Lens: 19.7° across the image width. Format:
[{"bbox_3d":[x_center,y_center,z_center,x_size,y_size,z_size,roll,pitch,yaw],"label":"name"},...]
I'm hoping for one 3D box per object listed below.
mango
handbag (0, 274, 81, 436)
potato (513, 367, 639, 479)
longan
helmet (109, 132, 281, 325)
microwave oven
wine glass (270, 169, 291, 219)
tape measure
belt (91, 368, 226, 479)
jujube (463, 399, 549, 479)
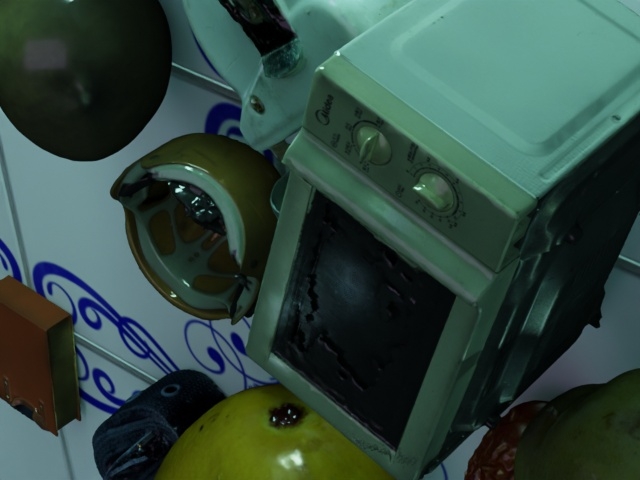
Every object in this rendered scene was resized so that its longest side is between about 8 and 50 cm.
[{"bbox_3d":[-0.057,0.335,2.017,0.300,0.232,0.446,41,136,9],"label":"mango"},{"bbox_3d":[-0.377,0.154,2.420,0.127,0.063,0.190,28,134,32],"label":"handbag"},{"bbox_3d":[0.294,0.247,1.592,0.218,0.202,0.351,8,139,33],"label":"potato"},{"bbox_3d":[-0.242,-0.190,1.848,0.196,0.196,0.220,34,150,26],"label":"longan"},{"bbox_3d":[-0.104,-0.024,1.877,0.198,0.130,0.224,48,153,8],"label":"helmet"},{"bbox_3d":[0.123,-0.015,1.478,0.218,0.286,0.355,39,142,20],"label":"microwave oven"},{"bbox_3d":[0.000,0.000,1.805,0.073,0.073,0.155,29,153,31],"label":"wine glass"},{"bbox_3d":[-0.026,-0.208,1.629,0.246,0.125,0.243,56,145,-4],"label":"tape measure"},{"bbox_3d":[-0.203,0.245,2.225,0.122,0.128,0.218,55,145,0],"label":"belt"},{"bbox_3d":[0.199,0.227,1.765,0.112,0.109,0.176,12,130,-4],"label":"jujube"}]
